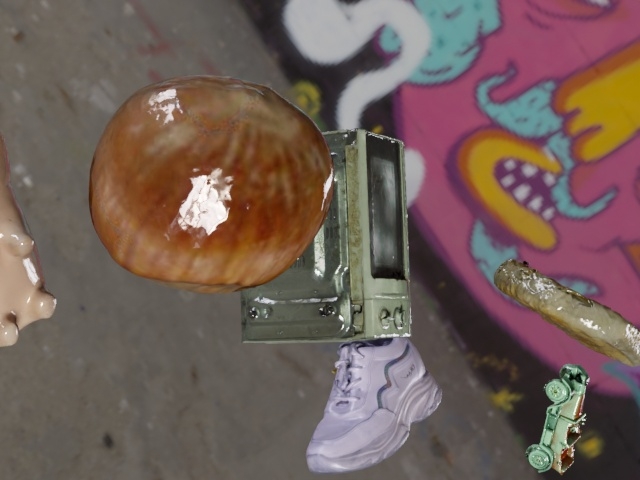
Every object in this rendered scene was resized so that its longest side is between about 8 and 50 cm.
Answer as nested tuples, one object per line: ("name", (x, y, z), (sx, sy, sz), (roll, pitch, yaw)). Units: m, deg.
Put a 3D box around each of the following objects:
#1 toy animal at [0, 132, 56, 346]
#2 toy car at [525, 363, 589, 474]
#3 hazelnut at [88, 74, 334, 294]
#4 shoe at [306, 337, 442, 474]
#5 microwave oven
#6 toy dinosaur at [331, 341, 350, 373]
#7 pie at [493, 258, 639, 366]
("toy animal", (-0.478, -0.016, 1.686), (0.237, 0.269, 0.326), (-38, 137, -42))
("toy car", (0.314, 0.233, 1.672), (0.054, 0.143, 0.073), (24, 27, 27))
("hazelnut", (-0.092, -0.051, 1.095), (0.214, 0.214, 0.176), (29, 29, -46))
("shoe", (0.053, 0.193, 1.599), (0.245, 0.095, 0.137), (-33, 98, -47))
("microwave oven", (0.000, 0.000, 1.284), (0.129, 0.163, 0.204), (7, 79, -64))
("toy dinosaur", (0.070, 0.148, 1.895), (0.162, 0.039, 0.126), (-25, 102, -40))
("pie", (0.275, 0.079, 1.420), (0.195, 0.046, 0.195), (30, -1, 1))
